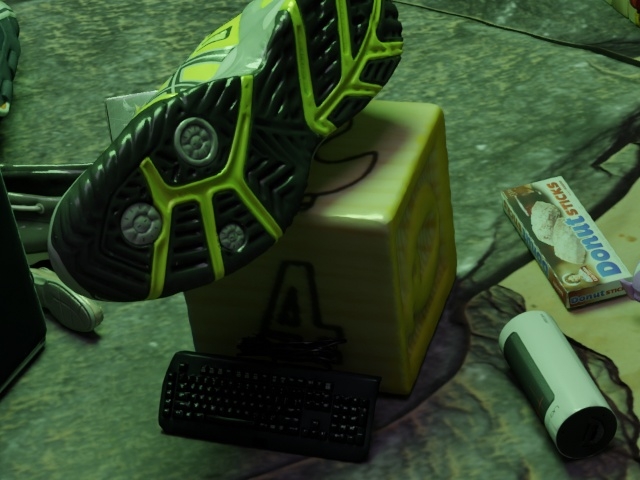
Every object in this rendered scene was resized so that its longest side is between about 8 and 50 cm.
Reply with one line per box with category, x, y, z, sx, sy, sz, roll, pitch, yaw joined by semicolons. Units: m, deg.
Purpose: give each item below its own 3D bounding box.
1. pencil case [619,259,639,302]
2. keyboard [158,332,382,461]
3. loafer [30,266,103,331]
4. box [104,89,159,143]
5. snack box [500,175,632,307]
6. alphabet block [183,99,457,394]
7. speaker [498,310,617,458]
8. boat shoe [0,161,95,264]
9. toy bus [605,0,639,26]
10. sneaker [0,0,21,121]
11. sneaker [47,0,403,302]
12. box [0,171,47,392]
pencil case;0.336;0.075;1.440;0.088;0.086;0.206;-35;36;4
keyboard;-0.047;0.123;1.446;0.192;0.038;0.100;5;79;19
loafer;-0.242;0.049;1.630;0.125;0.045;0.039;21;34;40
box;-0.094;-0.132;1.762;0.231;0.056;0.183;-9;2;1
snack box;0.227;-0.001;1.614;0.064;0.022;0.178;-13;35;-9
alphabet block;0.000;0.000;1.517;0.197;0.193;0.192;4;39;17
speaker;0.196;0.118;1.429;0.055;0.055;0.136;-15;37;-8
boat shoe;-0.205;-0.042;1.688;0.335;0.095;0.112;-8;23;1
toy bus;0.368;-0.344;1.924;0.104;0.191;0.202;-19;-7;-14
sneaker;-0.398;-0.160;1.892;0.127;0.126;0.321;43;30;-3
sneaker;-0.082;-0.076;1.393;0.147;0.145;0.384;-14;24;51
box;-0.574;0.076;1.454;0.471;0.297;0.480;8;39;25
